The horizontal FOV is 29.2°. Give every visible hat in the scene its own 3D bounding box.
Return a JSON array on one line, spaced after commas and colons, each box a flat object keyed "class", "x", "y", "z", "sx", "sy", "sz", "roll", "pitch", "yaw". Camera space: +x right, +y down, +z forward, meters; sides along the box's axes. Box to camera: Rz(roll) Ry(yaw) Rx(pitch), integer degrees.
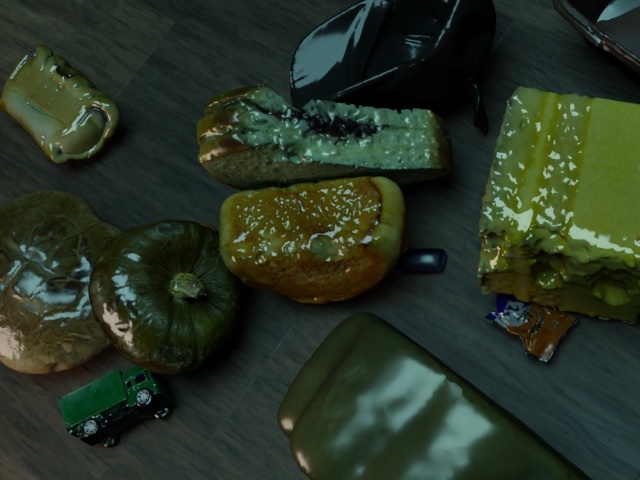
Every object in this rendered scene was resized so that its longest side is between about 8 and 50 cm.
[{"class": "hat", "x": 0.128, "y": -0.248, "z": 1.743, "sx": 0.336, "sy": 0.209, "sz": 0.238, "roll": -36, "pitch": 40, "yaw": 21}]

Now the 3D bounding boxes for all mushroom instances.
[{"class": "mushroom", "x": -0.390, "y": 0.056, "z": 1.783, "sx": 0.278, "sy": 0.146, "sz": 0.278, "roll": -4, "pitch": 68, "yaw": 10}]

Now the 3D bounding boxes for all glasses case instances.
[{"class": "glasses case", "x": 0.129, "y": 0.027, "z": 1.676, "sx": 0.083, "sy": 0.023, "sz": 0.033, "roll": -3, "pitch": 63, "yaw": 20}]

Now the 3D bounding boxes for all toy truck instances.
[{"class": "toy truck", "x": -0.280, "y": 0.230, "z": 1.711, "sx": 0.147, "sy": 0.065, "sz": 0.079, "roll": -27, "pitch": 58, "yaw": 9}]

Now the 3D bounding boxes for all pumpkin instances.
[{"class": "pumpkin", "x": -0.205, "y": 0.075, "z": 1.668, "sx": 0.162, "sy": 0.219, "sz": 0.218, "roll": -25, "pitch": 50, "yaw": 57}]

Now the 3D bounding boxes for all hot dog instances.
[{"class": "hot dog", "x": 0.000, "y": 0.000, "z": 1.661, "sx": 0.257, "sy": 0.153, "sz": 0.150, "roll": -6, "pitch": 62, "yaw": 17}]

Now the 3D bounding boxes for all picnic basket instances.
[{"class": "picnic basket", "x": 0.471, "y": -0.290, "z": 1.632, "sx": 0.222, "sy": 0.129, "sz": 0.297, "roll": -44, "pitch": 61, "yaw": -4}]

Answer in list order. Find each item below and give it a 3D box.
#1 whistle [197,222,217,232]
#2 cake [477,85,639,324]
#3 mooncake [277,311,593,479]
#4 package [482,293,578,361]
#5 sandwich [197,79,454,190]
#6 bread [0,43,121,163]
[{"class": "whistle", "x": -0.197, "y": 0.007, "z": 1.804, "sx": 0.109, "sy": 0.057, "sz": 0.046, "roll": -8, "pitch": 109, "yaw": 7}, {"class": "cake", "x": 0.351, "y": -0.032, "z": 1.508, "sx": 0.286, "sy": 0.222, "sz": 0.227, "roll": 11, "pitch": 71, "yaw": 15}, {"class": "mooncake", "x": 0.129, "y": 0.254, "z": 1.386, "sx": 0.378, "sy": 0.378, "sz": 0.200, "roll": 37, "pitch": 89, "yaw": 29}, {"class": "package", "x": 0.267, "y": 0.106, "z": 1.587, "sx": 0.111, "sy": 0.033, "sz": 0.077, "roll": 28, "pitch": 52, "yaw": 23}, {"class": "sandwich", "x": 0.000, "y": -0.129, "z": 1.636, "sx": 0.289, "sy": 0.254, "sz": 0.099, "roll": -9, "pitch": 67, "yaw": 28}, {"class": "bread", "x": -0.414, "y": -0.211, "z": 1.947, "sx": 0.134, "sy": 0.081, "sz": 0.225, "roll": -48, "pitch": 62, "yaw": 1}]
